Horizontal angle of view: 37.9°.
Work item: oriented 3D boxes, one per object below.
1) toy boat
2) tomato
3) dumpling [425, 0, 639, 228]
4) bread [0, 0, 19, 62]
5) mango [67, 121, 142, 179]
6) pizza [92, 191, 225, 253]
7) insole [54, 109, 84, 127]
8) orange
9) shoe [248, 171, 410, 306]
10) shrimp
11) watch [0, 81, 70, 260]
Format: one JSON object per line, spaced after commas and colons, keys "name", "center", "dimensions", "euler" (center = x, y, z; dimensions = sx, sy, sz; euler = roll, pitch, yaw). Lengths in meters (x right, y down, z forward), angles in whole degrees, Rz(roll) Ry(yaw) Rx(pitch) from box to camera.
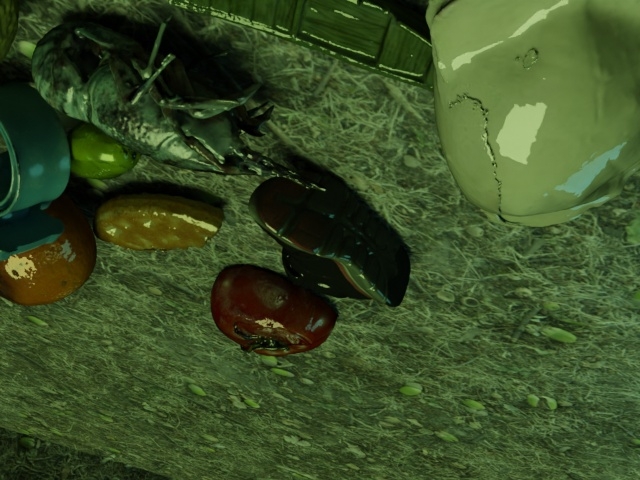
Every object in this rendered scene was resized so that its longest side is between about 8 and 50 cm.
{"name": "toy boat", "center": [-0.006, -0.227, 0.935], "dimensions": [0.293, 0.055, 0.093], "euler": [18, 152, -1]}
{"name": "tomato", "center": [-0.089, 0.139, 1.572], "dimensions": [0.228, 0.101, 0.228], "euler": [11, 151, 6]}
{"name": "dumpling", "center": [0.236, -0.128, 0.862], "dimensions": [0.260, 0.181, 0.341], "euler": [-14, 122, 11]}
{"name": "bread", "center": [-0.482, -0.258, 0.979], "dimensions": [0.321, 0.237, 0.320], "euler": [19, 140, 17]}
{"name": "mango", "center": [-0.301, -0.127, 1.259], "dimensions": [0.165, 0.074, 0.091], "euler": [4, 156, 47]}
{"name": "pizza", "center": [-0.249, -0.034, 1.400], "dimensions": [0.246, 0.058, 0.127], "euler": [-9, 139, 40]}
{"name": "insole", "center": [-0.398, -0.180, 1.286], "dimensions": [0.188, 0.004, 0.064], "euler": [8, 148, 17]}
{"name": "orange", "center": [-0.452, 0.000, 1.433], "dimensions": [0.224, 0.170, 0.224], "euler": [33, 152, 21]}
{"name": "shoe", "center": [0.000, 0.000, 1.278], "dimensions": [0.137, 0.114, 0.291], "euler": [-4, 148, 43]}
{"name": "shrimp", "center": [-0.158, -0.157, 1.044], "dimensions": [0.372, 0.137, 0.172], "euler": [16, 168, 6]}
{"name": "watch", "center": [-0.415, -0.103, 1.234], "dimensions": [0.211, 0.211, 0.193], "euler": [23, 127, -10]}
